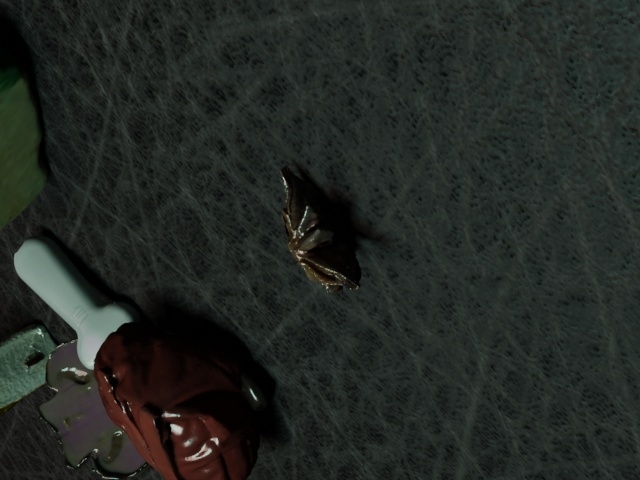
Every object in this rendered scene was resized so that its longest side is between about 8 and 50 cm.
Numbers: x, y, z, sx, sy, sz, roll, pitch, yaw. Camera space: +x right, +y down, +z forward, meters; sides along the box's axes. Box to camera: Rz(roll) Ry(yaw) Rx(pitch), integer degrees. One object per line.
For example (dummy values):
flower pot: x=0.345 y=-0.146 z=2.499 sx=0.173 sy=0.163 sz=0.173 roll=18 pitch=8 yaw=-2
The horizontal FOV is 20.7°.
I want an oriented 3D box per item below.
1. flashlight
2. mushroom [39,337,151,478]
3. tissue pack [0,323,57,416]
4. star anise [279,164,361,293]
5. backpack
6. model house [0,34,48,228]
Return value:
flashlight: x=-0.295 y=0.072 z=2.116 sx=0.200 sy=0.093 sz=0.047 roll=44 pitch=-164 yaw=18
mushroom: x=-0.252 y=0.207 z=2.161 sx=0.141 sy=0.117 sz=0.188 roll=-38 pitch=71 yaw=21
tissue pack: x=-0.464 y=0.204 z=2.410 sx=0.092 sy=0.183 sz=0.226 roll=55 pitch=152 yaw=-4
star anise: x=-0.006 y=-0.010 z=1.602 sx=0.129 sy=0.056 sz=0.124 roll=61 pitch=171 yaw=-1
backpack: x=-0.159 y=0.202 z=1.999 sx=0.229 sy=0.139 sz=0.229 roll=29 pitch=148 yaw=20
model house: x=-0.547 y=-0.106 z=1.909 sx=0.342 sy=0.382 sz=0.335 roll=34 pitch=149 yaw=22
